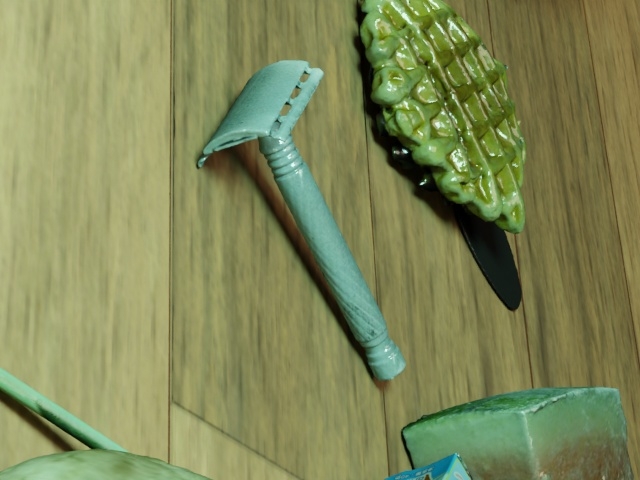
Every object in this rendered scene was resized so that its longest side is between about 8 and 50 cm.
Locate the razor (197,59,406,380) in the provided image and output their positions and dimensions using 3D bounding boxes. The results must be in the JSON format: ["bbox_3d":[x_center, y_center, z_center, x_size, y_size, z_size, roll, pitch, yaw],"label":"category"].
[{"bbox_3d":[0.000,0.000,1.269,0.232,0.068,0.106,64,27,-22],"label":"razor"}]

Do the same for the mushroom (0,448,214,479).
[{"bbox_3d":[-0.062,0.216,0.862,0.190,0.164,0.267,3,68,-62],"label":"mushroom"}]

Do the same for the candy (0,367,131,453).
[{"bbox_3d":[-0.079,0.142,1.010,0.288,0.078,0.084,37,59,-32],"label":"candy"}]

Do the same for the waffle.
[{"bbox_3d":[0.103,-0.122,1.527,0.214,0.054,0.207,34,46,-40],"label":"waffle"}]

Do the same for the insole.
[{"bbox_3d":[0.116,-0.055,1.570,0.253,0.005,0.086,63,26,-11],"label":"insole"}]

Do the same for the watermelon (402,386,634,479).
[{"bbox_3d":[0.172,0.236,1.361,0.193,0.140,0.256,-6,83,-54],"label":"watermelon"}]

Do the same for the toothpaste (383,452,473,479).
[{"bbox_3d":[0.040,0.225,1.153,0.050,0.065,0.266,62,28,-13],"label":"toothpaste"}]
